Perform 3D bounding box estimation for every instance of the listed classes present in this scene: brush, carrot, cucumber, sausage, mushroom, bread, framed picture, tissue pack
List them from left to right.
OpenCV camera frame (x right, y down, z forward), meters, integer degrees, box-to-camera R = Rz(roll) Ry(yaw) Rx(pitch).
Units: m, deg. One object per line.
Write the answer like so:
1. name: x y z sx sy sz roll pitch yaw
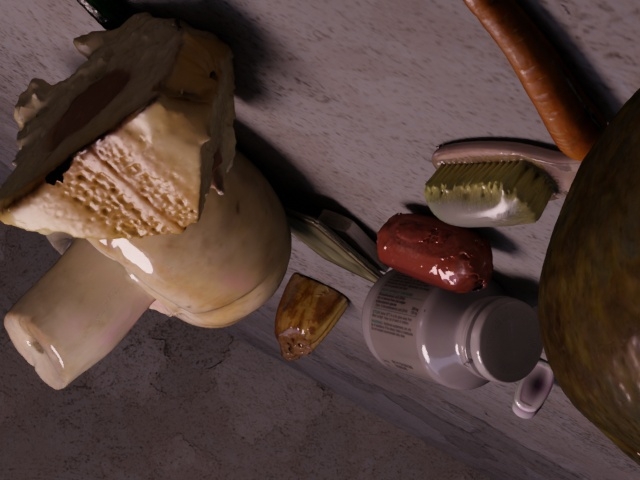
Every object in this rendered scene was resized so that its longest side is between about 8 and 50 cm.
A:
1. bread: -0.185 -0.124 1.061 0.224 0.183 0.211 7 137 -6
2. cucumber: -0.187 -0.209 1.129 0.184 0.033 0.036 39 -170 -32
3. mushroom: -0.222 -0.023 1.384 0.353 0.353 0.325 28 133 11
4. framed picture: 0.000 0.000 1.485 0.173 0.010 0.231 40 173 -29
5. tissue pack: 0.044 0.001 1.433 0.056 0.023 0.108 23 166 41
6. sausage: 0.121 0.012 1.192 0.141 0.076 0.076 20 164 45
7. carrot: 0.140 -0.116 0.743 0.037 0.037 0.190 17 158 47
8. brush: 0.176 -0.039 0.890 0.072 0.067 0.313 37 164 -24

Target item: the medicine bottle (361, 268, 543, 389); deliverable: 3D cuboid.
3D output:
1. medicine bottle: 0.153 0.101 1.315 0.135 0.135 0.215 37 166 -27

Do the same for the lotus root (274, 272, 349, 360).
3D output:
1. lotus root: -0.030 0.120 1.891 0.095 0.135 0.159 35 154 -13

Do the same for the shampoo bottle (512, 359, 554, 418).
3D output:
1. shampoo bottle: 0.289 0.206 1.558 0.043 0.072 0.099 26 167 14

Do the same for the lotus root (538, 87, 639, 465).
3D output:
1. lotus root: 0.243 0.013 0.567 0.250 0.250 0.346 30 166 3
